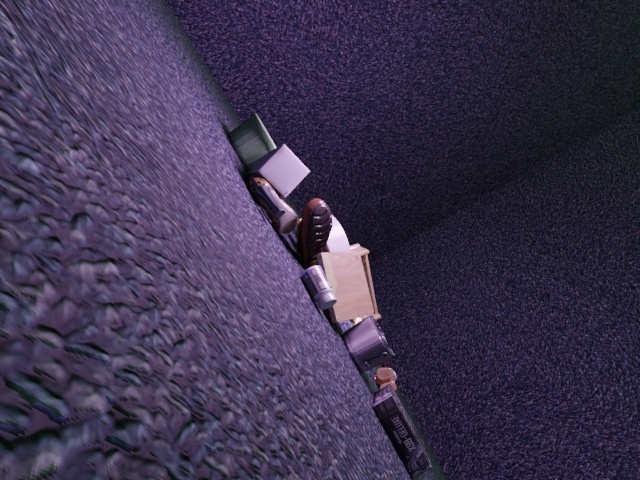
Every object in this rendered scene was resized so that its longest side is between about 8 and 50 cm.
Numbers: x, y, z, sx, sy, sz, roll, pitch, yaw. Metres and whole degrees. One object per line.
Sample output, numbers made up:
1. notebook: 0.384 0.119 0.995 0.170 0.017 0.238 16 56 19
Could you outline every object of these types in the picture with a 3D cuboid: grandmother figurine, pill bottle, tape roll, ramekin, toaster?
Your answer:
1. grandmother figurine: 0.313 0.656 2.121 0.342 0.103 0.208 63 25 -71
2. pill bottle: -0.003 0.160 1.505 0.137 0.078 0.078 61 2 25
3. tape roll: 0.010 0.022 1.929 0.286 0.100 0.287 42 -36 41
4. ramekin: -0.258 -0.368 1.882 0.304 0.148 0.303 60 1 -3
5. toaster: 0.177 0.389 1.698 0.129 0.146 0.227 60 2 -26

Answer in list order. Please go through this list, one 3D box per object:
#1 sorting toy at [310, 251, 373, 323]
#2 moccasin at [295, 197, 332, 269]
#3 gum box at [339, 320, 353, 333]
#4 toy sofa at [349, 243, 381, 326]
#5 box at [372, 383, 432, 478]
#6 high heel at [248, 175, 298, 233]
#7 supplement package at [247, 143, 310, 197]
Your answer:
1. sorting toy: 0.075 0.179 1.708 0.257 0.089 0.256 0 73 -53
2. moccasin: -0.036 -0.035 1.717 0.147 0.139 0.380 51 -18 25
3. gum box: 0.136 0.410 1.914 0.184 0.041 0.157 59 2 -47
4. toy sofa: 0.157 0.207 2.094 0.177 0.150 0.363 -152 -133 -67
5. box: 0.273 0.635 1.524 0.243 0.076 0.307 60 2 13
6. high heel: -0.169 -0.127 1.586 0.186 0.093 0.261 50 -5 18
7. supplement package: -0.158 -0.247 1.631 0.139 0.134 0.244 45 -9 -17
